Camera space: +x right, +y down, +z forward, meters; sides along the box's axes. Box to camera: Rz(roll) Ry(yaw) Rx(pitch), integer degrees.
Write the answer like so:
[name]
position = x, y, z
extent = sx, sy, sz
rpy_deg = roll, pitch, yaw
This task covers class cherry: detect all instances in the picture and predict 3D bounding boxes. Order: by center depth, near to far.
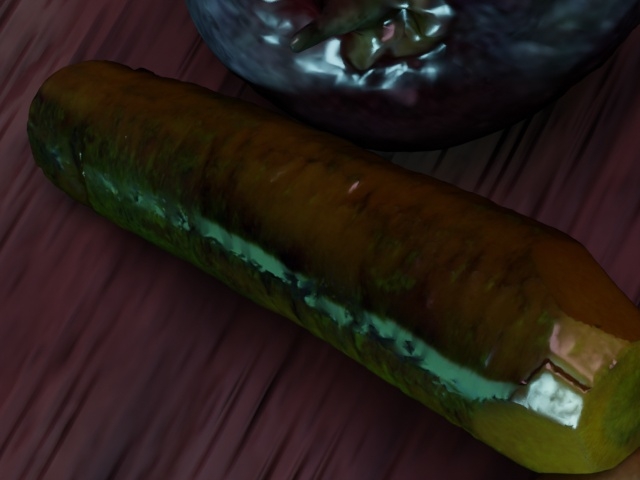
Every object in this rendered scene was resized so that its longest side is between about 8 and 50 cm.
[cherry]
position = 0.035, -0.133, 0.640
extent = 0.195, 0.195, 0.195
rpy_deg = -1, 69, 4

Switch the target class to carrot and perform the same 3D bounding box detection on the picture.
[carrot]
position = 0.000, 0.000, 0.617
extent = 0.260, 0.070, 0.070
rpy_deg = 26, 72, 37

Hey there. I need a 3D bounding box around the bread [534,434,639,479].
[bread]
position = 0.148, 0.107, 0.584
extent = 0.241, 0.107, 0.136
rpy_deg = -31, 68, -8
